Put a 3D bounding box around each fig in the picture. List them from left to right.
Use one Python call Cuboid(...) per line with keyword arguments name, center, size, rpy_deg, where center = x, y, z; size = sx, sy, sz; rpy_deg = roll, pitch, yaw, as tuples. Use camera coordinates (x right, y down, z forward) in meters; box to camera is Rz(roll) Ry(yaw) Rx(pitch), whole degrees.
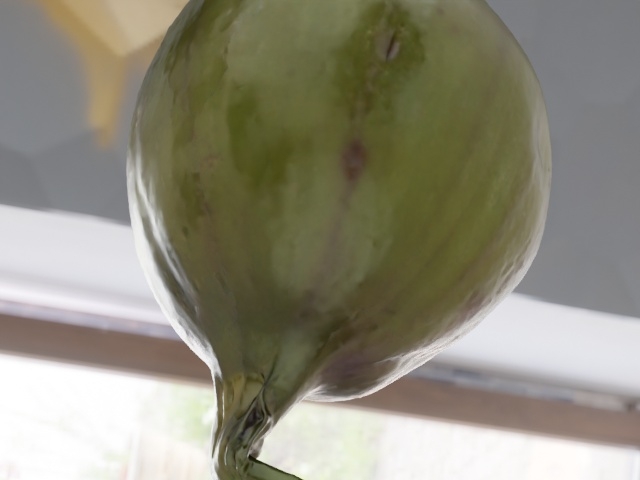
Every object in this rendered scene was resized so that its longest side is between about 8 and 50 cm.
Cuboid(name="fig", center=(-0.003, -0.001, 0.482), size=(0.186, 0.148, 0.142), rpy_deg=(-60, 10, -20))
